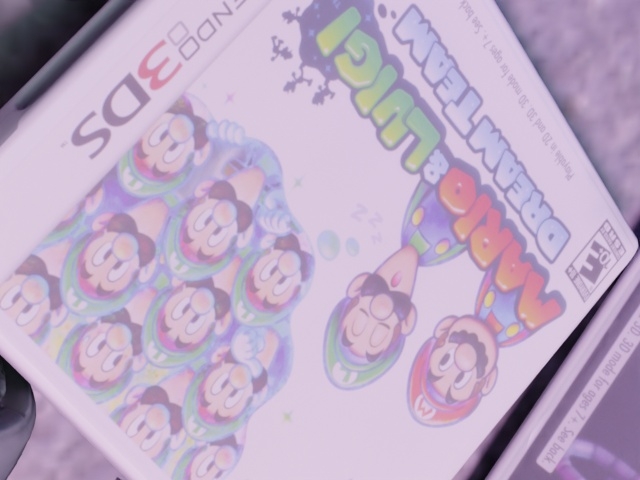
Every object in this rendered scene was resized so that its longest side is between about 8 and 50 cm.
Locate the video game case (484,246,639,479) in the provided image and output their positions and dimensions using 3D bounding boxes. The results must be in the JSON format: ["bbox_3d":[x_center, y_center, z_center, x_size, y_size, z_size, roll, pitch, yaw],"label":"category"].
[{"bbox_3d":[0.134,0.083,0.400,0.190,0.173,0.022,-58,154,11],"label":"video game case"}]

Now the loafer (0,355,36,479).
[{"bbox_3d":[-0.187,0.034,0.277,0.267,0.096,0.084,16,114,-31],"label":"loafer"}]

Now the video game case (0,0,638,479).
[{"bbox_3d":[0.000,0.000,0.359,0.143,0.019,0.157,-48,125,-15],"label":"video game case"}]
